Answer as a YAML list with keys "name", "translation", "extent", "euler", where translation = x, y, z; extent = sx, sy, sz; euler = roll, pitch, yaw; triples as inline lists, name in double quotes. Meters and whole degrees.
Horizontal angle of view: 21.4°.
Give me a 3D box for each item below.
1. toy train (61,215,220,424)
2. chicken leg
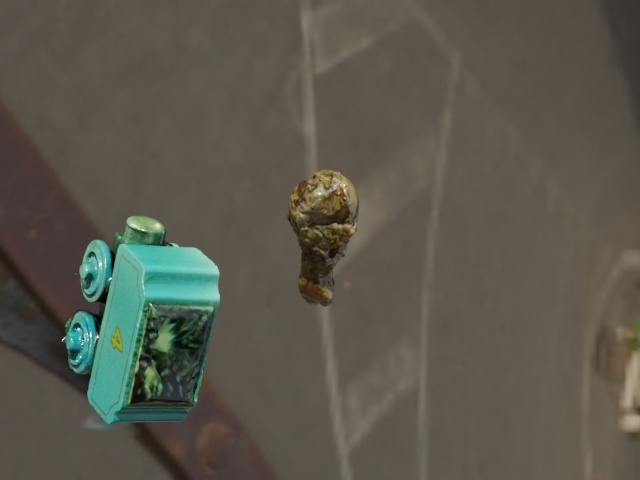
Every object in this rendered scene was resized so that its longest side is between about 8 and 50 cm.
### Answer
- name: "toy train"
  translation: [-0.171, 0.083, 1.627]
  extent: [0.107, 0.154, 0.198]
  euler: [3, 109, -32]
- name: "chicken leg"
  translation: [0.000, -0.002, 1.949]
  extent: [0.069, 0.085, 0.198]
  euler: [-73, 171, -48]
